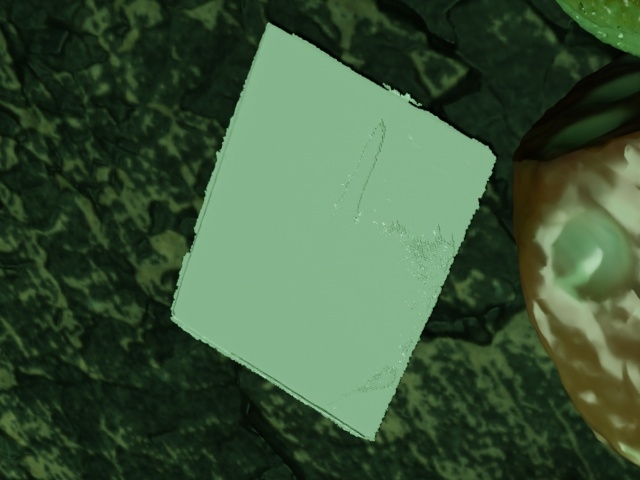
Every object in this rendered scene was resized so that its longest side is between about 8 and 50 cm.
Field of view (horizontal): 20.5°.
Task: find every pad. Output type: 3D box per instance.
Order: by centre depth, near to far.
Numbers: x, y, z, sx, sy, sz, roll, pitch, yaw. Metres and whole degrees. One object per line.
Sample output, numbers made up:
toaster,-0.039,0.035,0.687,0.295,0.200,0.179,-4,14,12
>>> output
pad,0.000,0.000,1.031,0.156,0.004,0.232,31,127,14

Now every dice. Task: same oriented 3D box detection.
dice,0.202,-0.006,0.801,0.174,0.175,0.179,-16,103,36

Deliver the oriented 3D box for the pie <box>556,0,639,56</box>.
pie,0.166,-0.192,0.752,0.241,0.054,0.240,-1,88,39
